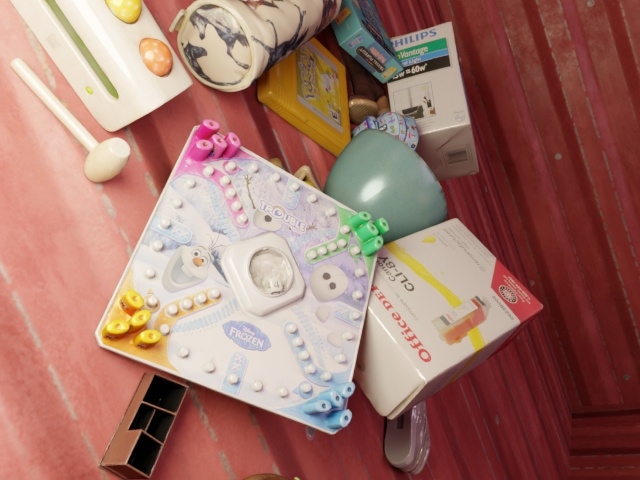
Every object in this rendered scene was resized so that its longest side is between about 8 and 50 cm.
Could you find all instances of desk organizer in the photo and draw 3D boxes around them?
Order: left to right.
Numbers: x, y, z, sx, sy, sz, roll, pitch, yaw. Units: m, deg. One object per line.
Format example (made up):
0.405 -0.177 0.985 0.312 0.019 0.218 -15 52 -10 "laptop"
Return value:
-0.225 0.237 0.685 0.047 0.050 0.130 52 37 -33 "desk organizer"

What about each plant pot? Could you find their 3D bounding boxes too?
0.113 -0.078 1.208 0.195 0.290 0.290 -42 117 -18 "plant pot"

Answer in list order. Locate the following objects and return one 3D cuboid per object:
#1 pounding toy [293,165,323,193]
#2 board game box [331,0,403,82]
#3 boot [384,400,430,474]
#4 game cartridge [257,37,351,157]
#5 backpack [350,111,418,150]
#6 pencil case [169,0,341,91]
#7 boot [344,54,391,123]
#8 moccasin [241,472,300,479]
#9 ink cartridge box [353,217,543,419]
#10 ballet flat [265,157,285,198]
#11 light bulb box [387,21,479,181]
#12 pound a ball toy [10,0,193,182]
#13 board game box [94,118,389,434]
0.000 0.000 1.060 0.270 0.154 0.155 58 34 -24 "pounding toy"
0.098 -0.654 1.532 0.253 0.079 0.336 16 50 -54 "board game box"
0.220 0.431 1.293 0.123 0.095 0.259 50 46 -44 "boot"
-0.034 -0.391 1.289 0.323 0.052 0.286 26 55 -52 "game cartridge"
0.171 -0.268 1.415 0.116 0.173 0.158 24 49 -38 "backpack"
-0.112 -0.445 1.041 0.183 0.160 0.410 35 46 0 "pencil case"
0.108 -0.446 1.541 0.248 0.090 0.207 -8 71 -58 "boot"
-0.006 0.467 0.837 0.380 0.146 0.139 50 38 -34 "moccasin"
0.216 0.140 1.076 0.384 0.160 0.279 -19 59 -36 "ink cartridge box"
-0.139 -0.021 0.915 0.124 0.116 0.343 22 59 -30 "ballet flat"
0.359 -0.423 1.703 0.358 0.225 0.362 40 43 -64 "light bulb box"
-0.304 -0.268 0.712 0.319 0.135 0.208 59 34 -22 "pound a ball toy"
-0.079 0.047 0.823 0.389 0.050 0.390 28 58 -20 "board game box"
